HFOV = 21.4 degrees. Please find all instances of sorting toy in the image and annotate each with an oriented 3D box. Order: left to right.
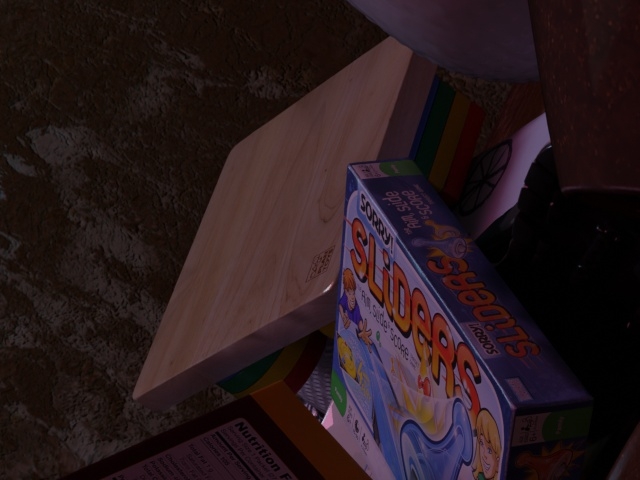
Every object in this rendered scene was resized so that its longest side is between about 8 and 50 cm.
[{"bbox_3d":[0.000,0.000,1.251,0.255,0.089,0.257,-31,32,47],"label":"sorting toy"}]

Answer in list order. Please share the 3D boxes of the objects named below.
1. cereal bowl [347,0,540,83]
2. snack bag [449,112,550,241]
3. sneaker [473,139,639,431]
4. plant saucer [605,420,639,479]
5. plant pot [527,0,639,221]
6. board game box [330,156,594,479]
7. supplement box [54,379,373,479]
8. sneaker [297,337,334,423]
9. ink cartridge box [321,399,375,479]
[{"bbox_3d":[0.162,-0.194,0.742,0.339,0.141,0.339,-43,-12,-12],"label":"cereal bowl"},{"bbox_3d":[0.095,0.058,1.121,0.342,0.037,0.323,-31,32,63],"label":"snack bag"},{"bbox_3d":[0.140,-0.004,0.782,0.124,0.107,0.283,-49,-4,-25],"label":"sneaker"},{"bbox_3d":[0.105,0.105,0.517,0.198,0.036,0.198,24,-90,-89],"label":"plant saucer"},{"bbox_3d":[0.126,-0.114,0.385,0.215,0.215,0.230,83,-161,-88],"label":"plant pot"},{"bbox_3d":[0.054,0.069,0.750,0.201,0.035,0.136,-122,30,-55],"label":"board game box"},{"bbox_3d":[-0.068,0.197,0.728,0.194,0.129,0.191,-21,-38,-34],"label":"supplement box"},{"bbox_3d":[0.075,0.102,1.476,0.210,0.137,0.366,-50,-19,-20],"label":"sneaker"},{"bbox_3d":[0.045,0.144,0.879,0.092,0.090,0.143,49,-121,-47],"label":"ink cartridge box"}]
